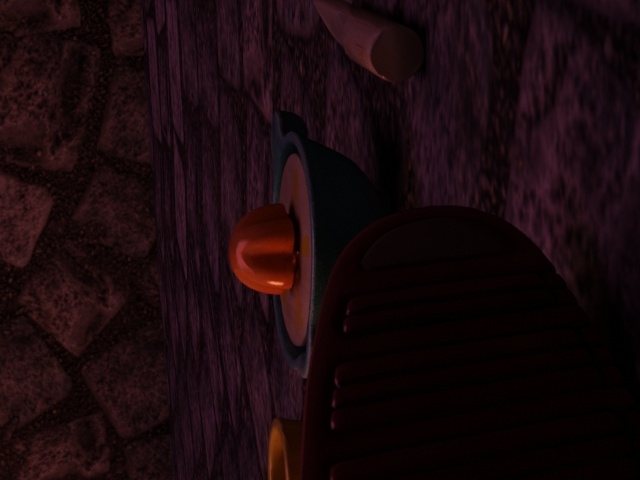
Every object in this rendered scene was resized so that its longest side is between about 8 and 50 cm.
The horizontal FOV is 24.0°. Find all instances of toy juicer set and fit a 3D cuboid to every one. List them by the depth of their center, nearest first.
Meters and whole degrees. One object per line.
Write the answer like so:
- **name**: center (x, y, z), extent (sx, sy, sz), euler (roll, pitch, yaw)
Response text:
- **toy juicer set**: center (0.000, 0.000, 0.815), extent (0.209, 0.089, 0.329), euler (150, 119, -77)

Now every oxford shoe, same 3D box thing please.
- **oxford shoe**: center (0.057, 0.160, 0.516), extent (0.130, 0.123, 0.348), euler (95, 168, -66)
